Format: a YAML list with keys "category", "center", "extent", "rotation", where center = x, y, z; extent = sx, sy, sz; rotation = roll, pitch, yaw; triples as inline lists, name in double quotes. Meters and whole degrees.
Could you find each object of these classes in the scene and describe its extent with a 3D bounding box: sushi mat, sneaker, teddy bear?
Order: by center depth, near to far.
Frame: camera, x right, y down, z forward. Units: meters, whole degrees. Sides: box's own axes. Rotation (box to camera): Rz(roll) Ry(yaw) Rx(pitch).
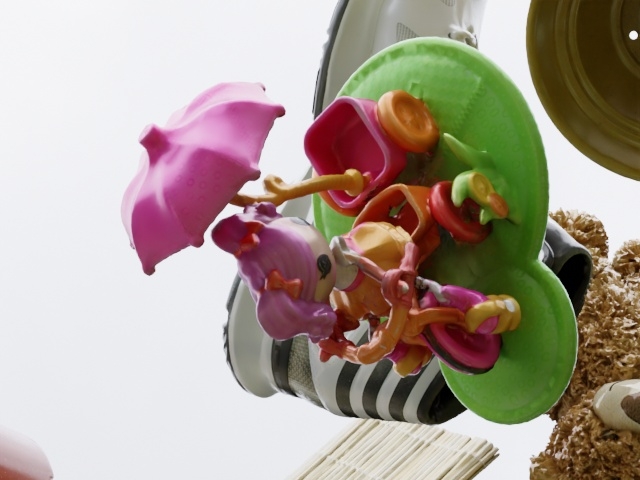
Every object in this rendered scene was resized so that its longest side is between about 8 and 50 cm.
- category: "sneaker"
  center: [0.120, -0.058, 1.488]
  extent: [0.257, 0.447, 0.169]
  rotation: [14, -13, 29]
- category: "teddy bear"
  center: [0.252, 0.090, 1.586]
  extent: [0.245, 0.338, 0.113]
  rotation: [36, -54, -2]
- category: "sushi mat"
  center: [0.011, 0.245, 1.687]
  extent: [0.151, 0.316, 0.019]
  rotation: [14, -52, 39]

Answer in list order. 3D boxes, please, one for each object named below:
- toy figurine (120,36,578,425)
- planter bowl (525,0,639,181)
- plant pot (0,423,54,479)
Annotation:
- category: "toy figurine"
  center: [0.000, 0.000, 0.736]
  extent: [0.159, 0.173, 0.130]
  rotation: [-2, -32, -46]
- category: "planter bowl"
  center: [0.265, -0.156, 1.407]
  extent: [0.217, 0.090, 0.217]
  rotation: [5, -72, 14]
- category: "plant pot"
  center: [-0.383, 0.223, 1.594]
  extent: [0.265, 0.272, 0.272]
  rotation: [24, -45, -39]
